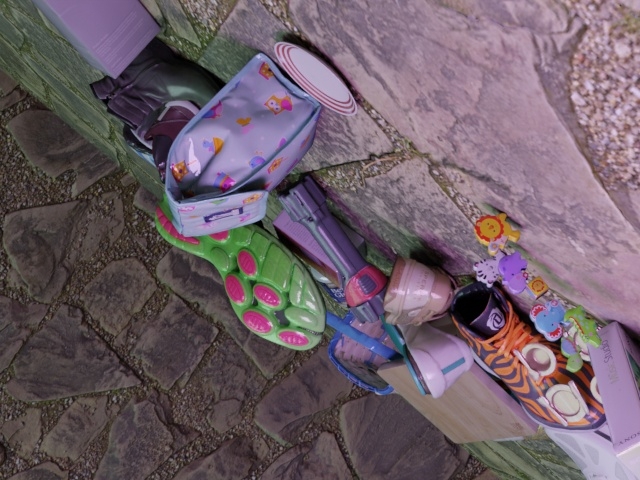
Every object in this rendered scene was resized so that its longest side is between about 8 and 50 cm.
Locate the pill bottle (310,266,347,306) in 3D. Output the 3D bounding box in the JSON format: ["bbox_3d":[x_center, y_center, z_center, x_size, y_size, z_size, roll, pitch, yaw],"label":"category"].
[{"bbox_3d":[0.036,0.066,2.176,0.094,0.094,0.169,31,166,41],"label":"pill bottle"}]

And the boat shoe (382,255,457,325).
[{"bbox_3d":[0.177,0.100,1.747,0.110,0.121,0.341,15,178,8],"label":"boat shoe"}]

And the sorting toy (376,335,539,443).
[{"bbox_3d":[0.295,0.303,2.083,0.257,0.089,0.255,43,147,-16],"label":"sorting toy"}]

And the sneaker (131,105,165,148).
[{"bbox_3d":[-0.313,-0.210,2.220,0.281,0.105,0.115,37,169,15],"label":"sneaker"}]

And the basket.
[{"bbox_3d":[0.123,0.236,2.283,0.289,0.201,0.255,37,175,-42],"label":"basket"}]

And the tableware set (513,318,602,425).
[{"bbox_3d":[0.370,0.194,1.452,0.169,0.020,0.141,-31,92,42],"label":"tableware set"}]

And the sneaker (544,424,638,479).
[{"bbox_3d":[0.541,0.500,1.766,0.447,0.257,0.169,36,169,23],"label":"sneaker"}]

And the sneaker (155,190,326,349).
[{"bbox_3d":[-0.136,0.033,2.060,0.483,0.185,0.202,45,-159,28],"label":"sneaker"}]

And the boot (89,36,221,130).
[{"bbox_3d":[-0.285,-0.252,1.783,0.246,0.161,0.083,36,169,23],"label":"boot"}]

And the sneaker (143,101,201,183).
[{"bbox_3d":[-0.242,-0.153,2.046,0.281,0.162,0.106,40,170,-1],"label":"sneaker"}]

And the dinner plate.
[{"bbox_3d":[-0.003,-0.219,1.332,0.141,0.017,0.141,39,170,8],"label":"dinner plate"}]

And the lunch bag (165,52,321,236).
[{"bbox_3d":[-0.129,-0.121,1.511,0.160,0.262,0.223,40,169,3],"label":"lunch bag"}]

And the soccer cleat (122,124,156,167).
[{"bbox_3d":[-0.331,-0.191,2.414,0.331,0.116,0.143,41,-174,9],"label":"soccer cleat"}]

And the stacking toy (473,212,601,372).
[{"bbox_3d":[0.282,0.077,1.335,0.221,0.052,0.167,53,175,19],"label":"stacking toy"}]

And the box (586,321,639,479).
[{"bbox_3d":[0.476,0.282,1.308,0.322,0.058,0.232,43,-154,-20],"label":"box"}]

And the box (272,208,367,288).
[{"bbox_3d":[0.000,0.000,2.036,0.170,0.091,0.130,37,169,15],"label":"box"}]

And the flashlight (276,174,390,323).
[{"bbox_3d":[0.031,0.015,1.894,0.103,0.103,0.304,-28,104,35],"label":"flashlight"}]

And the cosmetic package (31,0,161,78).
[{"bbox_3d":[-0.389,-0.396,1.650,0.107,0.127,0.238,30,164,46],"label":"cosmetic package"}]

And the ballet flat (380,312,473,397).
[{"bbox_3d":[0.207,0.188,1.900,0.139,0.139,0.400,42,-176,-11],"label":"ballet flat"}]

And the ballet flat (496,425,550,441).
[{"bbox_3d":[0.380,0.382,2.239,0.348,0.123,0.123,29,165,46],"label":"ballet flat"}]

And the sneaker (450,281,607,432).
[{"bbox_3d":[0.310,0.177,1.570,0.321,0.124,0.180,32,167,49],"label":"sneaker"}]
